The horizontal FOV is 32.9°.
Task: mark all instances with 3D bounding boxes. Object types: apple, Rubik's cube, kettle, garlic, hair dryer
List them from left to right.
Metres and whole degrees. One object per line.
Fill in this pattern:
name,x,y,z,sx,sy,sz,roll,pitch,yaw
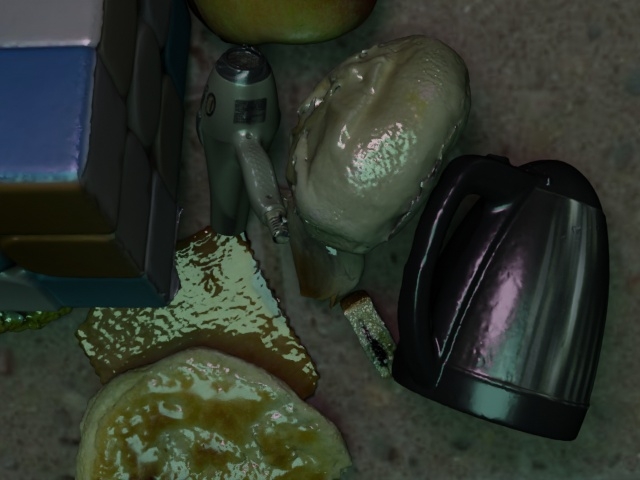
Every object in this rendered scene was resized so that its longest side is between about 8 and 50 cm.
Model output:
Rubik's cube,-0.318,-0.142,0.987,0.344,0.346,0.347,-1,69,3
hair dryer,-0.076,-0.053,1.115,0.088,0.219,0.225,-6,64,-15
apple,-0.038,-0.294,1.094,0.207,0.174,0.188,-5,103,-12
garlic,0.001,0.001,1.189,0.084,0.066,0.152,-14,101,8
kettle,0.189,0.040,1.124,0.251,0.207,0.271,19,91,-9

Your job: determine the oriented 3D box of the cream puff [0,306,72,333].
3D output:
cream puff,-0.345,0.040,1.190,0.121,0.156,0.156,10,103,33

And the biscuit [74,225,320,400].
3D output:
biscuit,-0.148,0.122,1.249,0.237,0.013,0.232,-26,98,7

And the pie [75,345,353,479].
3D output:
pie,-0.135,0.279,1.237,0.337,0.075,0.337,0,104,0

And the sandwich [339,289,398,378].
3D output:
sandwich,0.061,0.107,1.194,0.036,0.093,0.105,-30,100,1

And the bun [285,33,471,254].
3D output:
bun,0.046,-0.106,1.085,0.141,0.239,0.239,34,101,-14
